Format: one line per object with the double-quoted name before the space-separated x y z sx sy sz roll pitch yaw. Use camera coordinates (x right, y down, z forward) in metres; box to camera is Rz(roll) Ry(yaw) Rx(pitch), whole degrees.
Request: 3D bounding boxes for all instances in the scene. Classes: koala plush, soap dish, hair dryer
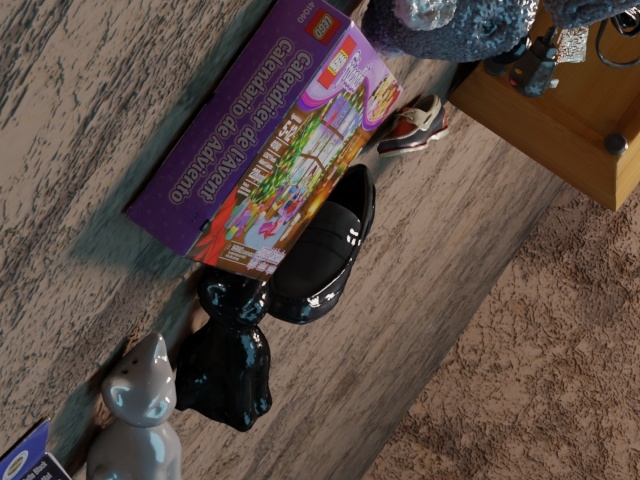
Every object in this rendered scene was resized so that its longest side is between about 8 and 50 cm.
"koala plush" 0.130 -0.217 1.363 0.221 0.203 0.196 -35 -174 -6
"soap dish" 0.314 -0.211 1.963 0.291 0.229 0.118 -52 167 -9
"hair dryer" 0.271 -0.295 1.775 0.223 0.080 0.294 -24 134 -43

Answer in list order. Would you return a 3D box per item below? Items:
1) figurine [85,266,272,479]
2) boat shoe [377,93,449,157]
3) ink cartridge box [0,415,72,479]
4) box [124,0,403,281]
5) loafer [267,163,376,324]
"figurine" -0.121 0.121 1.550 0.215 0.092 0.209 -46 159 -35
"boat shoe" 0.092 -0.115 1.814 0.137 0.049 0.043 -32 113 -59
"ink cartridge box" -0.281 0.272 1.397 0.223 0.045 0.224 -45 166 -38
"box" -0.032 -0.071 1.356 0.201 0.057 0.293 -55 170 2
"loafer" 0.000 0.000 1.669 0.223 0.076 0.078 -58 164 -55
